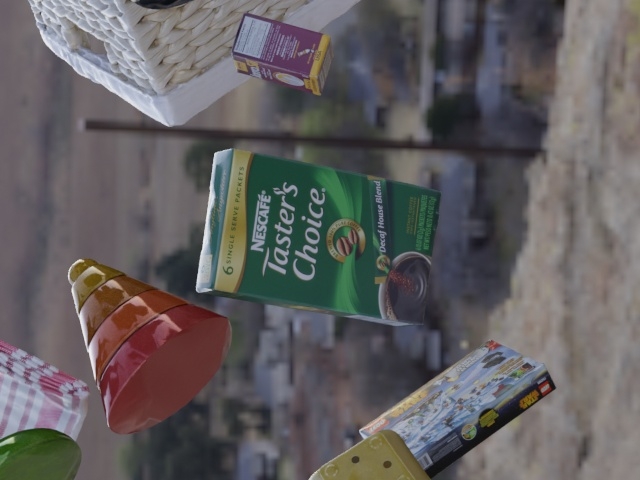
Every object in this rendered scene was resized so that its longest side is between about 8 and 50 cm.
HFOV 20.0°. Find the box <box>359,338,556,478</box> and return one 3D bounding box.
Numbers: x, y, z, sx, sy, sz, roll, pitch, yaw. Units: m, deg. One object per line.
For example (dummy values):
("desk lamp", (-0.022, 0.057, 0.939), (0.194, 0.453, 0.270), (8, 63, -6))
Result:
("box", (0.108, 0.135, 1.440), (0.027, 0.137, 0.094), (61, 166, -20))

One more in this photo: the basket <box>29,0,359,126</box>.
("basket", (-0.154, -0.345, 1.929), (0.328, 0.331, 0.266), (34, 157, 51))

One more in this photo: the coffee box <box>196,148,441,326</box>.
("coffee box", (0.000, 0.000, 1.400), (0.040, 0.184, 0.113), (-5, 75, 65))

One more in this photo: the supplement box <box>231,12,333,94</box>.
("supplement box", (-0.034, -0.169, 1.644), (0.055, 0.083, 0.043), (71, -144, -76))

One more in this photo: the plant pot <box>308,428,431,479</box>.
("plant pot", (0.037, 0.169, 1.166), (0.081, 0.081, 0.083), (53, 172, 34))

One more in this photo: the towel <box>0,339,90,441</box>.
("towel", (-0.277, 0.110, 1.419), (0.029, 0.197, 0.144), (-62, -2, -31))

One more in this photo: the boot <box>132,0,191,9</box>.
("boot", (-0.009, -0.244, 1.099), (0.207, 0.094, 0.246), (-16, 27, 45))

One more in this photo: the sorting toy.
("sorting toy", (-0.242, 0.135, 1.339), (0.126, 0.365, 0.127), (47, 167, 21))
